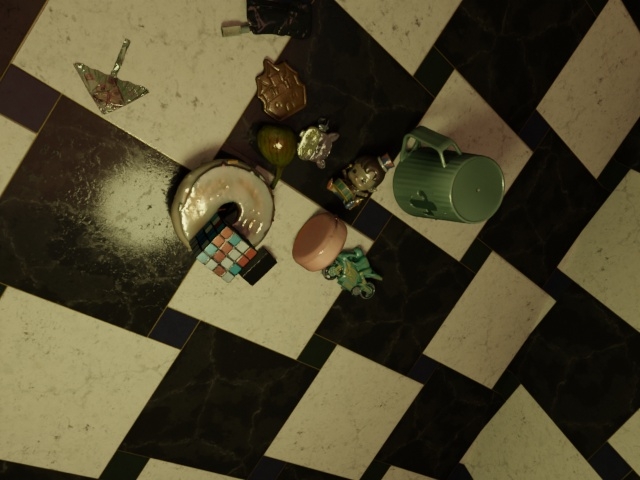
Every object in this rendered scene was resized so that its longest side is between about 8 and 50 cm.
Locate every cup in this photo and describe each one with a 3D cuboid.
[{"bbox_3d":[0.482,-0.245,1.852,0.401,0.392,0.310,28,90,-24],"label":"cup"}]

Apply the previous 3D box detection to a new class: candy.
[{"bbox_3d":[0.000,0.000,1.797,0.094,0.255,0.255,38,90,-30],"label":"candy"}]

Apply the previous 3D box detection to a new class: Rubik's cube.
[{"bbox_3d":[-0.332,0.024,1.552,0.151,0.154,0.155,-47,120,0],"label":"Rubik's cube"}]

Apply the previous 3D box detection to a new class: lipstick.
[{"bbox_3d":[-0.270,-0.714,1.544,0.129,0.030,0.030,-16,113,-19],"label":"lipstick"}]

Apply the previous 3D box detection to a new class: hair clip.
[{"bbox_3d":[-0.017,-0.383,1.763,0.146,0.056,0.187,16,104,-21],"label":"hair clip"}]

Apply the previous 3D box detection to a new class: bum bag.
[{"bbox_3d":[-0.139,-0.765,1.568,0.248,0.060,0.123,-6,110,-24],"label":"bum bag"}]

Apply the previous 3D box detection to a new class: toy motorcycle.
[{"bbox_3d":[0.147,0.135,2.004,0.296,0.109,0.198,36,81,-28],"label":"toy motorcycle"}]

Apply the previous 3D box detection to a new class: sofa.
[{"bbox_3d":[-0.257,0.104,1.837,0.147,0.060,0.085,-44,136,-3],"label":"sofa"}]

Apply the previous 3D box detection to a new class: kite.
[{"bbox_3d":[-0.661,-0.522,1.452,0.229,0.012,0.250,18,99,-29],"label":"kite"}]

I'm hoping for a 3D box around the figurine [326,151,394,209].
[{"bbox_3d":[0.168,-0.256,1.830,0.275,0.158,0.161,-44,80,-2],"label":"figurine"}]

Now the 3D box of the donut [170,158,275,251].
[{"bbox_3d":[-0.351,-0.114,1.660,0.383,0.142,0.382,-8,112,-20],"label":"donut"}]

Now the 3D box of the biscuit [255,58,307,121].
[{"bbox_3d":[-0.149,-0.554,1.653,0.182,0.034,0.215,-35,119,-9],"label":"biscuit"}]

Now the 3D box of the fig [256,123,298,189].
[{"bbox_3d":[-0.156,-0.299,1.683,0.151,0.151,0.259,-9,115,-21],"label":"fig"}]
